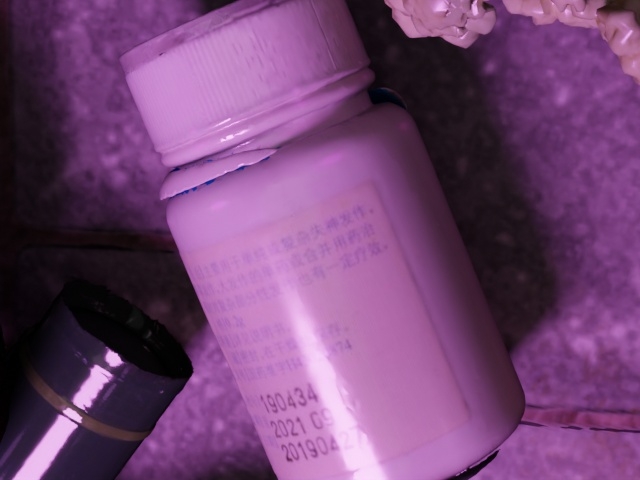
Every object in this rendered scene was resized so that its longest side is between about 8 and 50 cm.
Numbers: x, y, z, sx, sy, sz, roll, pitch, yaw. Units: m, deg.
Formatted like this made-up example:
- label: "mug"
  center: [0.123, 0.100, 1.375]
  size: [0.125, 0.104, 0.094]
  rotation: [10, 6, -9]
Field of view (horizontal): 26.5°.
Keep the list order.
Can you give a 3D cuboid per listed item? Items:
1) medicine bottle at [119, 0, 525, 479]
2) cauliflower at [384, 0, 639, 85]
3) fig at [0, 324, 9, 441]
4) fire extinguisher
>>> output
- label: "medicine bottle"
  center: [0.000, 0.000, 0.713]
  size: [0.143, 0.143, 0.258]
  rotation: [-20, 98, 10]
- label: "cauliflower"
  center: [0.106, -0.205, 0.603]
  size: [0.327, 0.281, 0.260]
  rotation: [50, 129, 0]
- label: "fig"
  center: [-0.270, 0.050, 0.724]
  size: [0.186, 0.249, 0.204]
  rotation: [-22, 120, -12]
- label: "fire extinguisher"
  center: [-0.192, 0.162, 0.795]
  size: [0.118, 0.093, 0.294]
  rotation: [39, 103, 12]
